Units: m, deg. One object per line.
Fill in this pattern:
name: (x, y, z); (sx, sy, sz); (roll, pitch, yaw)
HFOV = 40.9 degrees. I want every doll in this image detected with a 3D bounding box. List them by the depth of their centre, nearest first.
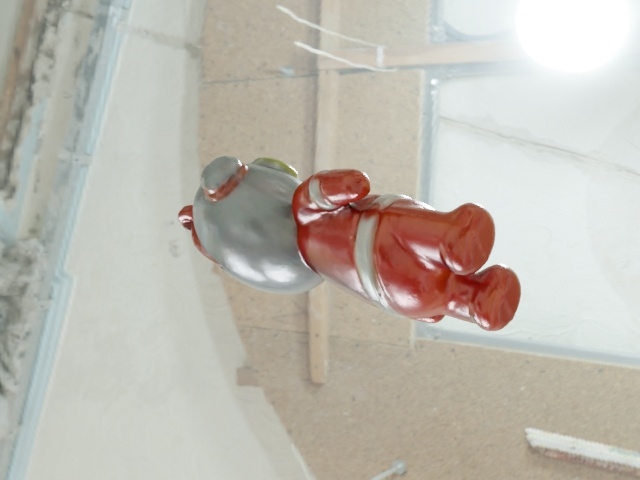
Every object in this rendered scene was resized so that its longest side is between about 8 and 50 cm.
doll: (0.000, 0.000, 0.528); (0.245, 0.142, 0.076); (12, -122, 40)
